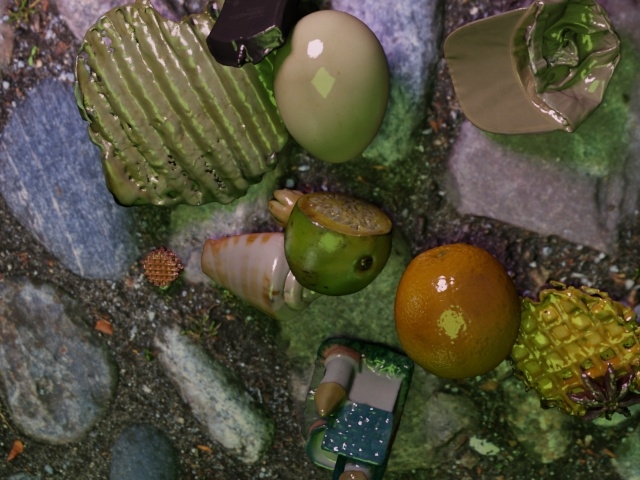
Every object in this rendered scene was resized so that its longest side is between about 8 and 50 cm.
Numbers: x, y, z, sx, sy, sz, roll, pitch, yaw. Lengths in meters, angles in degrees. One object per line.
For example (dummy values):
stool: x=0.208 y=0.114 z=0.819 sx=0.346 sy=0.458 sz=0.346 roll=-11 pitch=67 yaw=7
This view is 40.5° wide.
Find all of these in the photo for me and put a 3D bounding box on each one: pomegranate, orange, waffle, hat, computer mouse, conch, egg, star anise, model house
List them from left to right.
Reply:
waffle: x=-0.312 y=0.052 z=1.714 sx=0.083 sy=0.029 sz=0.075 roll=-36 pitch=103 yaw=23
conch: x=-0.113 y=0.070 z=1.613 sx=0.254 sy=0.127 sz=0.158 roll=5 pitch=115 yaw=14
computer mouse: x=-0.087 y=-0.372 z=1.376 sx=0.147 sy=0.264 sz=0.088 roll=-1 pitch=150 yaw=33
pomegranate: x=0.000 y=0.007 z=1.518 sx=0.240 sy=0.190 sz=0.159 roll=21 pitch=115 yaw=5
egg: x=0.019 y=-0.244 z=1.401 sx=0.188 sy=0.189 sz=0.254 roll=0 pitch=121 yaw=15
model house: x=0.042 y=0.371 z=1.598 sx=0.194 sy=0.325 sz=0.267 roll=15 pitch=117 yaw=6
orange: x=0.235 y=0.123 z=1.496 sx=0.236 sy=0.236 sz=0.236 roll=6 pitch=115 yaw=13
hat: x=0.332 y=-0.287 z=1.370 sx=0.244 sy=0.149 sz=0.214 roll=14 pitch=132 yaw=50
waffle: x=0.455 y=0.207 z=1.559 sx=0.280 sy=0.060 sz=0.262 roll=10 pitch=114 yaw=7
star anise: x=0.506 y=0.274 z=1.529 sx=0.140 sy=0.042 sz=0.141 roll=2 pitch=119 yaw=3

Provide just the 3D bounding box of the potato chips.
potato chips: x=-0.232 y=-0.233 z=1.527 sx=0.372 sy=0.097 sz=0.390 roll=-5 pitch=110 yaw=7
